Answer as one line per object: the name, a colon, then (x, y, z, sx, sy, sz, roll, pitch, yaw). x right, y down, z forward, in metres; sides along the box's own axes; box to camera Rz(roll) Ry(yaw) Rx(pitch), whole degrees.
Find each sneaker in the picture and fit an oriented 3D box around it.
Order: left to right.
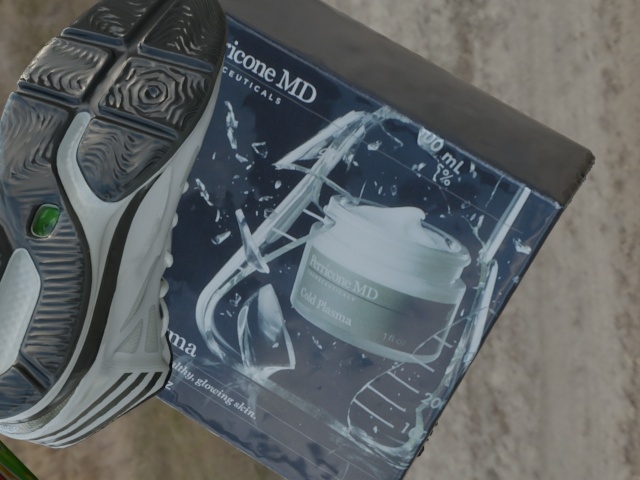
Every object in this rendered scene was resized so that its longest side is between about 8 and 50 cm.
sneaker: (-0.200, -0.015, 1.151, 0.169, 0.447, 0.257, 18, 161, 14)

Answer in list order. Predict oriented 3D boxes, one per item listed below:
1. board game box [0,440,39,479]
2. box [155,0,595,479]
board game box: (-0.219, 0.099, 0.487, 0.275, 0.144, 0.142, 38, 167, 26)
box: (0.000, 0.000, 1.487, 0.480, 0.297, 0.471, 30, 112, 9)
